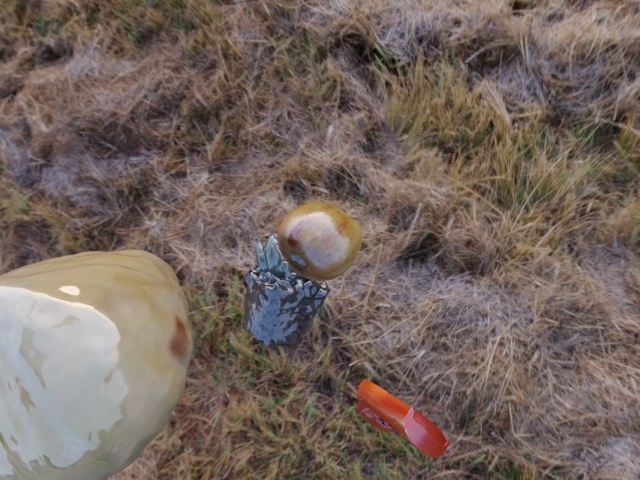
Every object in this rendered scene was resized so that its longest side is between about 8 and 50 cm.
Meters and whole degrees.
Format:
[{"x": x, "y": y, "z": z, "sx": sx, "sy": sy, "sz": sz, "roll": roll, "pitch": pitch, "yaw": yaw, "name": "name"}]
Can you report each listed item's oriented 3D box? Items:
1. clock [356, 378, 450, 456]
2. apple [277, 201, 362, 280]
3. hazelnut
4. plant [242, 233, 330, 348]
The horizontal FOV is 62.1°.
[{"x": 0.136, "y": 0.313, "z": 0.923, "sx": 0.113, "sy": 0.155, "sz": 0.061, "roll": 45, "pitch": 73, "yaw": -23, "name": "clock"}, {"x": 0.000, "y": 0.000, "z": 0.543, "sx": 0.084, "sy": 0.084, "sz": 0.071, "roll": 35, "pitch": 60, "yaw": 16, "name": "apple"}, {"x": -0.245, "y": 0.111, "z": 0.517, "sx": 0.261, "sy": 0.261, "sz": 0.241, "roll": -20, "pitch": 119, "yaw": 17, "name": "hazelnut"}, {"x": -0.063, "y": 0.087, "z": 0.948, "sx": 0.132, "sy": 0.129, "sz": 0.195, "roll": 28, "pitch": 107, "yaw": 54, "name": "plant"}]
